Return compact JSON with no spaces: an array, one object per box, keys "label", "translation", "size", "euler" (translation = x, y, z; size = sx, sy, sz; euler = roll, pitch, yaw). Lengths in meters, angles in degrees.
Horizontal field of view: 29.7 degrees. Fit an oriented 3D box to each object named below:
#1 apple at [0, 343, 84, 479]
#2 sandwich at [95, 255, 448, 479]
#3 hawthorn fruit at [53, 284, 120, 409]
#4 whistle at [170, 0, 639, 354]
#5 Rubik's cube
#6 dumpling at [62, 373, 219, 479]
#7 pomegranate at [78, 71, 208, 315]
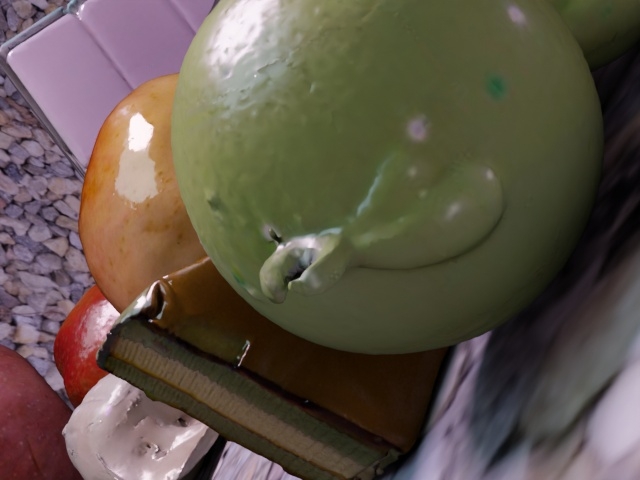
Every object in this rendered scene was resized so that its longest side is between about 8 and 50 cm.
[{"label":"apple","translation":[-0.343,0.252,1.233],"size":[0.235,0.306,0.306],"euler":[-47,1,-22]},{"label":"sandwich","translation":[0.000,0.000,0.481],"size":[0.163,0.113,0.079],"euler":[-65,7,-28]},{"label":"hawthorn fruit","translation":[-0.179,0.105,1.202],"size":[0.188,0.169,0.169],"euler":[-55,10,51]},{"label":"whistle","translation":[0.037,-0.076,0.416],"size":[0.141,0.141,0.294],"euler":[-55,11,46]},{"label":"Rubik's cube","translation":[-0.132,-0.126,1.123],"size":[0.224,0.221,0.231],"euler":[-37,-1,-8]},{"label":"dumpling","translation":[-0.133,0.143,0.935],"size":[0.136,0.118,0.199],"euler":[-49,30,-20]},{"label":"pomegranate","translation":[-0.064,-0.020,0.789],"size":[0.191,0.191,0.191],"euler":[-60,7,13]}]
